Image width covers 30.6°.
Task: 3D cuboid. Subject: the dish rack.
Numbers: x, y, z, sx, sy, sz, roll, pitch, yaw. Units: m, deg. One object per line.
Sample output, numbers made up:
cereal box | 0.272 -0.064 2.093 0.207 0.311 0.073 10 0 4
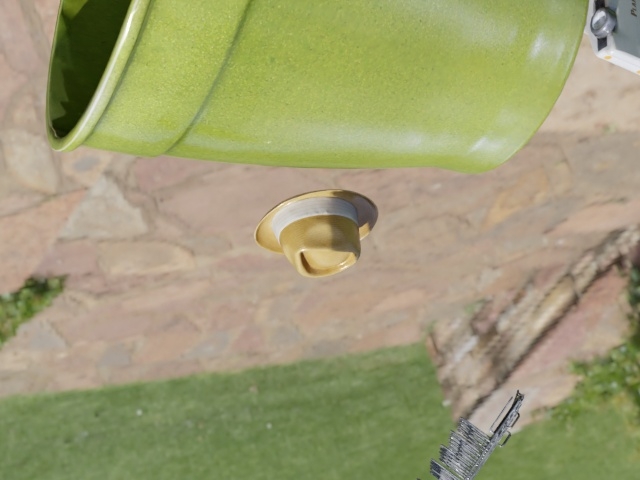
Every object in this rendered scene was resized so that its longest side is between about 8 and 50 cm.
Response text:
dish rack | 0.181 0.311 1.589 0.271 0.074 0.208 -52 167 -11

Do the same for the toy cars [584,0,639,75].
toy cars | 0.308 -0.372 1.452 0.176 0.393 0.087 -30 178 -38

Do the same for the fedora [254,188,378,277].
fedora | 0.000 0.000 1.694 0.194 0.079 0.194 -12 151 -7

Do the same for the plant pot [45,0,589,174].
plant pot | 0.006 -0.206 0.923 0.353 0.366 0.366 14 143 -22
